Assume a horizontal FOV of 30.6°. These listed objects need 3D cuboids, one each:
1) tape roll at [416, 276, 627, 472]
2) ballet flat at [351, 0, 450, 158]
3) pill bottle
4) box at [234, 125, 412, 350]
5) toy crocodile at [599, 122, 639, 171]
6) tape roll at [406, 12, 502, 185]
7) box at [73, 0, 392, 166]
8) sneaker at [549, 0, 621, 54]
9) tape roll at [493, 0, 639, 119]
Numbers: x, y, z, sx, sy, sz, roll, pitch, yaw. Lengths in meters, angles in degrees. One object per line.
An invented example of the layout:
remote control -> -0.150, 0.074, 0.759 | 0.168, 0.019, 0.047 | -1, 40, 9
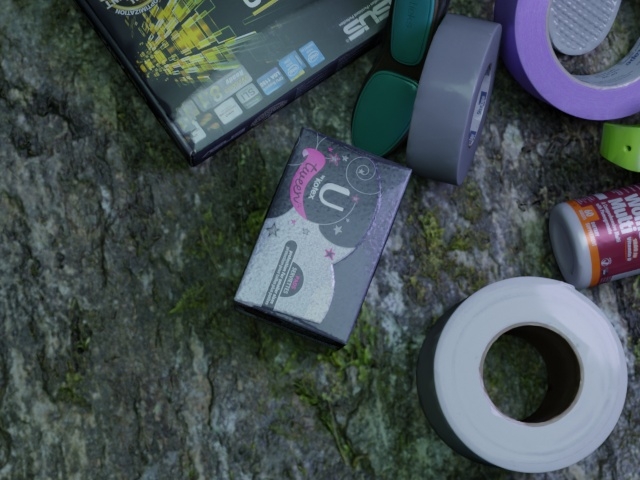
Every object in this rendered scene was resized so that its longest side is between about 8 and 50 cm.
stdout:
tape roll -> 0.255, 0.176, 1.519 | 0.246, 0.169, 0.246 | 0, 82, -3
ballet flat -> 0.121, -0.239, 1.586 | 0.095, 0.096, 0.280 | 28, 123, 14
pill bottle -> 0.432, -0.017, 1.582 | 0.221, 0.121, 0.121 | -15, 82, -5
box -> 0.000, 0.000, 1.545 | 0.163, 0.142, 0.247 | 22, 80, 0
toy crocodile -> 0.516, -0.169, 1.582 | 0.340, 0.105, 0.115 | -28, 126, -30
tape roll -> 0.177, -0.185, 1.541 | 0.072, 0.219, 0.219 | 15, 80, 13
box -> -0.107, -0.339, 1.616 | 0.395, 0.097, 0.318 | -34, 87, -9
sneaker -> 0.358, -0.429, 1.651 | 0.126, 0.127, 0.321 | -2, 106, -12
tape roll -> 0.378, -0.306, 1.583 | 0.274, 0.090, 0.275 | -4, 108, -12
